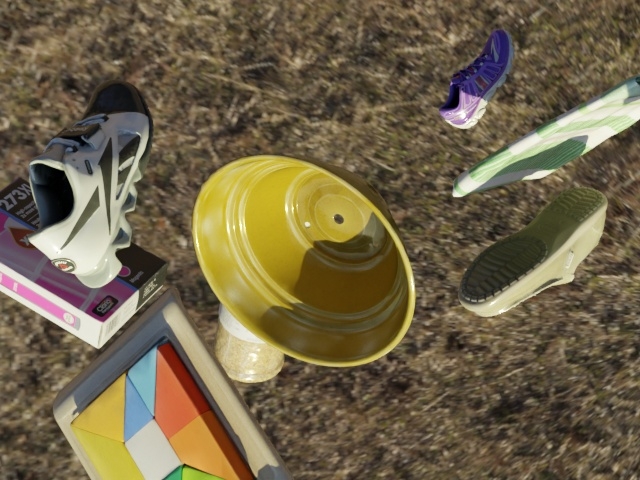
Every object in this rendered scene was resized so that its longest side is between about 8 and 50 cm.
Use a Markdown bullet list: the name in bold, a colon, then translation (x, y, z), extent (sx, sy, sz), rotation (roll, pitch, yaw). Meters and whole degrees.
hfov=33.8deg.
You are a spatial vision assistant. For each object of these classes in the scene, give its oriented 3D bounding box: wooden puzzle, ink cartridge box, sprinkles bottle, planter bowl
- **wooden puzzle**: translation (-0.154, 0.198, 1.012), extent (0.221, 0.044, 0.239), rotation (-41, 72, 31)
- **ink cartridge box**: translation (-0.436, 0.010, 1.613), extent (0.371, 0.176, 0.069), rotation (27, 130, 11)
- **sprinkles bottle**: translation (-0.084, 0.049, 1.574), extent (0.121, 0.121, 0.355), rotation (30, 129, 21)
- **planter bowl**: translation (0.000, 0.000, 0.940), extent (0.217, 0.090, 0.217), rotation (16, 128, 22)

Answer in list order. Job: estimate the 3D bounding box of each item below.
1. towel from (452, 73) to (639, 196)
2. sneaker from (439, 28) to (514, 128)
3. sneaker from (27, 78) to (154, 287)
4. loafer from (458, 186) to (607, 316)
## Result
- **towel**: translation (0.361, -0.150, 1.478), extent (0.325, 0.248, 0.038), rotation (-29, 79, 42)
- **sneaker**: translation (0.246, -0.258, 1.666), extent (0.170, 0.071, 0.068), rotation (-62, 28, 14)
- **sneaker**: translation (-0.326, -0.112, 1.460), extent (0.122, 0.146, 0.331), rotation (-22, 51, 31)
- **loafer**: translation (0.314, 0.031, 1.506), extent (0.268, 0.092, 0.102), rotation (-36, 35, -15)
